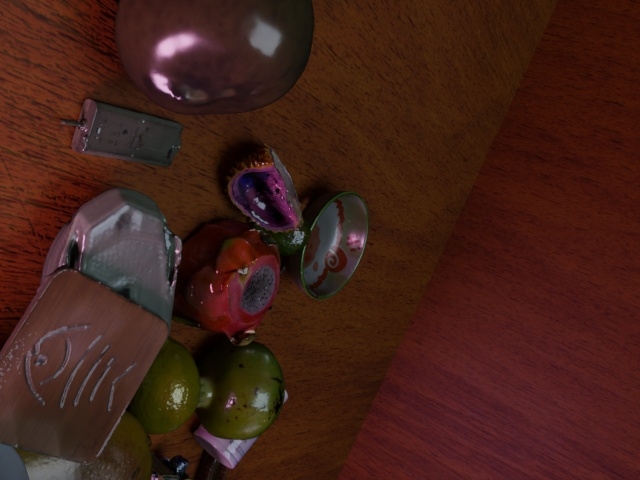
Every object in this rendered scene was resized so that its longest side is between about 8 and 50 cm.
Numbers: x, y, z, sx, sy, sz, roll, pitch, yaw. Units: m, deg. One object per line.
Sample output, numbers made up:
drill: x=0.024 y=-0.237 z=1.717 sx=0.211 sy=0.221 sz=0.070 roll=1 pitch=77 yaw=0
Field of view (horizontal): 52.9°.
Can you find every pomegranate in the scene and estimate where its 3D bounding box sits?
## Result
pomegranate: x=-0.229 y=0.380 z=1.639 sx=0.340 sy=0.260 sz=0.261 roll=11 pitch=104 yaw=-55

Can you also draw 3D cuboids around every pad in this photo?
pad: x=-0.405 y=0.215 z=1.070 sx=0.284 sy=0.018 sz=0.287 roll=46 pitch=66 yaw=-50

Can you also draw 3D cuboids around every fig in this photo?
fig: x=-0.108 y=-0.032 z=1.637 sx=0.156 sy=0.123 sz=0.123 roll=34 pitch=82 yaw=-35

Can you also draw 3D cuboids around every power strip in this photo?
power strip: x=-0.349 y=-0.189 z=1.144 sx=0.268 sy=0.034 sz=0.092 roll=1 pitch=112 yaw=-61

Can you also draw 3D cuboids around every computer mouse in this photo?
computer mouse: x=-0.393 y=0.093 z=1.177 sx=0.228 sy=0.145 sz=0.429 roll=-13 pitch=122 yaw=-45

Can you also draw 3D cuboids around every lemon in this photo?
lemon: x=-0.351 y=0.312 z=1.410 sx=0.184 sy=0.184 sz=0.249 roll=-16 pitch=118 yaw=-56

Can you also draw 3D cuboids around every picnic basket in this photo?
picnic basket: x=-0.326 y=0.701 z=1.932 sx=0.110 sy=0.054 sz=0.193 roll=-6 pitch=118 yaw=-61

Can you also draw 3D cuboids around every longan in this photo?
longan: x=-0.168 y=-0.347 z=1.045 sx=0.319 sy=0.318 sz=0.319 roll=-42 pitch=146 yaw=-38

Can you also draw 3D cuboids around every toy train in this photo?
toy train: x=-0.436 y=0.660 z=1.622 sx=0.177 sy=0.134 sz=0.261 roll=34 pitch=82 yaw=-55

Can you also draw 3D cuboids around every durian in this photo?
durian: x=-0.122 y=-0.132 z=1.508 sx=0.187 sy=0.153 sz=0.261 roll=-72 pitch=155 yaw=-44

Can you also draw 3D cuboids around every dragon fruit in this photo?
dragon fruit: x=-0.198 y=0.094 z=1.488 sx=0.290 sy=0.189 sz=0.291 roll=-42 pitch=147 yaw=-37

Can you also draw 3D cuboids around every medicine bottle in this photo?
medicine bottle: x=-0.224 y=0.499 z=1.834 sx=0.254 sy=0.152 sz=0.152 roll=-48 pitch=149 yaw=-28

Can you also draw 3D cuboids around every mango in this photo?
mango: x=-0.516 y=0.436 z=1.198 sx=0.445 sy=0.220 sz=0.301 roll=15 pitch=105 yaw=-50

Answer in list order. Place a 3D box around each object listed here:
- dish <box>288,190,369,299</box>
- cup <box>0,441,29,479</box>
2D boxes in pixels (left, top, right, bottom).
dish: x=0.000 y=0.000 z=1.850 sx=0.324 sy=0.124 sz=0.324 roll=-32 pitch=133 yaw=-44
cup: x=-0.599 y=0.436 z=0.912 sx=0.347 sy=0.163 sz=0.347 roll=-8 pitch=109 yaw=-23
